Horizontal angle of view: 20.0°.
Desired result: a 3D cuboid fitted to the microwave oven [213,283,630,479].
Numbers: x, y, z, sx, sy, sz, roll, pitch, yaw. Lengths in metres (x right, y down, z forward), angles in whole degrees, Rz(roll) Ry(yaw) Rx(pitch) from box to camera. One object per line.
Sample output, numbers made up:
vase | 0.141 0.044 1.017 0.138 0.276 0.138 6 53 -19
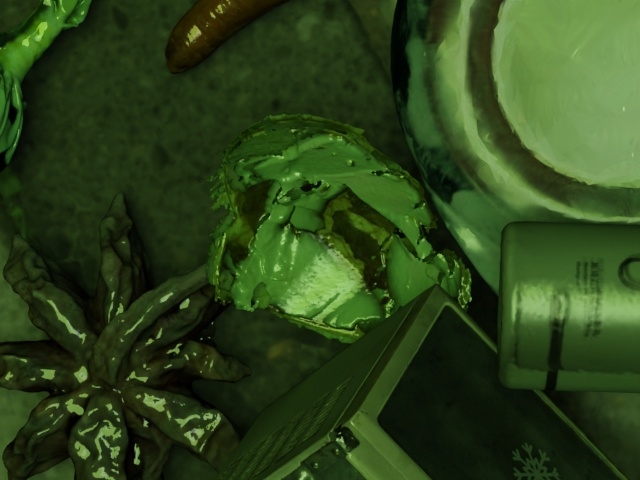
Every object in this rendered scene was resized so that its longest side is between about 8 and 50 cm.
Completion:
microwave oven | 0.066 0.180 0.963 0.240 0.145 0.194 45 126 -7

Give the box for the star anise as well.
star anise | -0.107 0.067 1.064 0.209 0.089 0.231 31 95 6

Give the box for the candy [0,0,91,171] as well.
candy | -0.147 -0.142 1.082 0.305 0.091 0.083 -44 112 -2

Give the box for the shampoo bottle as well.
shampoo bottle | 0.220 0.036 0.899 0.262 0.085 0.085 2 90 4

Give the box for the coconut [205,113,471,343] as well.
coconut | 0.002 -0.004 1.010 0.133 0.055 0.158 -24 108 24

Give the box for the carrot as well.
carrot | -0.018 -0.162 1.077 0.191 0.047 0.047 -34 85 7

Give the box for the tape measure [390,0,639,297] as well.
tape measure | 0.169 -0.091 1.001 0.256 0.147 0.275 -5 93 10
